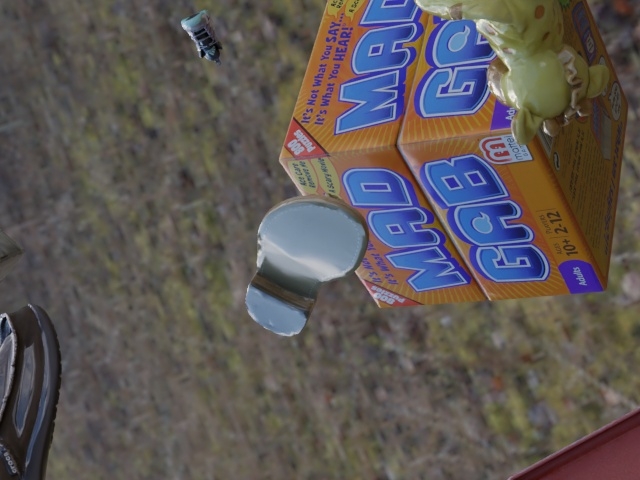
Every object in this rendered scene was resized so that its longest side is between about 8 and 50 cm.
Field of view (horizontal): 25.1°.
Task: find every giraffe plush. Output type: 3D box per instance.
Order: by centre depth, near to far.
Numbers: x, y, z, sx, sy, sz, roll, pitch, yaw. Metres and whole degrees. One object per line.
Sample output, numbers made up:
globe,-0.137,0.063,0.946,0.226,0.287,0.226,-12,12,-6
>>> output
giraffe plush,0.210,-0.197,1.426,0.210,0.181,0.170,-109,-4,-66

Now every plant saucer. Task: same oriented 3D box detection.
plant saucer,0.411,0.366,1.868,0.258,0.259,0.048,61,179,9

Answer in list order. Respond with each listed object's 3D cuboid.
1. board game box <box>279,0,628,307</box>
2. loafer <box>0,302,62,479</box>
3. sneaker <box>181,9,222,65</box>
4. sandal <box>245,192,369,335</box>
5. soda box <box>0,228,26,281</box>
board game box,0.209,-0.156,2.062,0.356,0.356,0.356,55,-141,-43
loafer,-0.392,0.244,1.733,0.134,0.130,0.366,129,146,-60
sneaker,-0.143,-0.252,1.811,0.098,0.038,0.069,-54,-59,-81
sandal,-0.006,-0.003,1.233,0.088,0.079,0.240,29,149,0
soda box,-0.400,0.090,1.305,0.098,0.286,0.091,40,-170,0
